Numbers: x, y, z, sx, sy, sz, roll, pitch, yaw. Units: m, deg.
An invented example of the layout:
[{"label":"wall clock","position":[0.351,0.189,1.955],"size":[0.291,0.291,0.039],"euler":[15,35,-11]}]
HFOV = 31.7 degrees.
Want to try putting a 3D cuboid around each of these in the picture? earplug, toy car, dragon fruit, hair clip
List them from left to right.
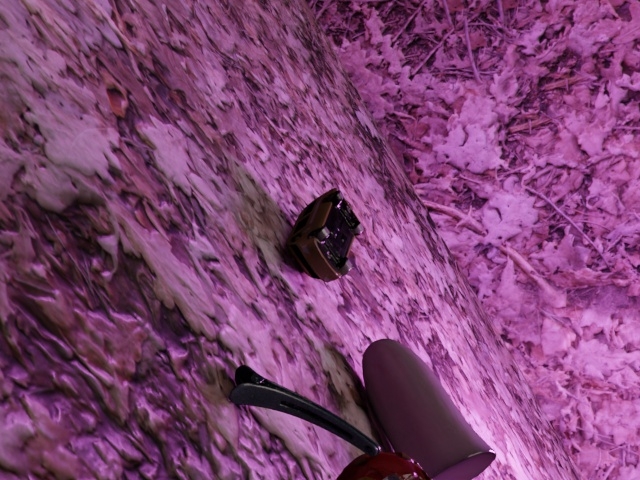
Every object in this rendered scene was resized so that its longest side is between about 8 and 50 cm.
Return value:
[{"label":"hair clip","position":[-0.018,0.242,1.585],"size":[0.230,0.039,0.070],"euler":[24,21,-7]},{"label":"toy car","position":[0.000,0.000,2.181],"size":[0.101,0.124,0.256],"euler":[54,24,-16]},{"label":"dragon fruit","position":[0.092,0.386,1.598],"size":[0.172,0.172,0.209],"euler":[57,6,-6]},{"label":"earplug","position":[0.172,0.308,2.071],"size":[0.301,0.172,0.172],"euler":[60,13,26]}]

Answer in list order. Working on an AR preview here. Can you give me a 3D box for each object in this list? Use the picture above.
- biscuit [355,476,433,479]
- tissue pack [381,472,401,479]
[{"label":"biscuit","position":[0.095,0.395,1.482],"size":[0.039,0.236,0.179],"euler":[111,-36,-67]},{"label":"tissue pack","position":[0.044,0.392,1.437],"size":[0.122,0.193,0.026],"euler":[62,-18,9]}]
